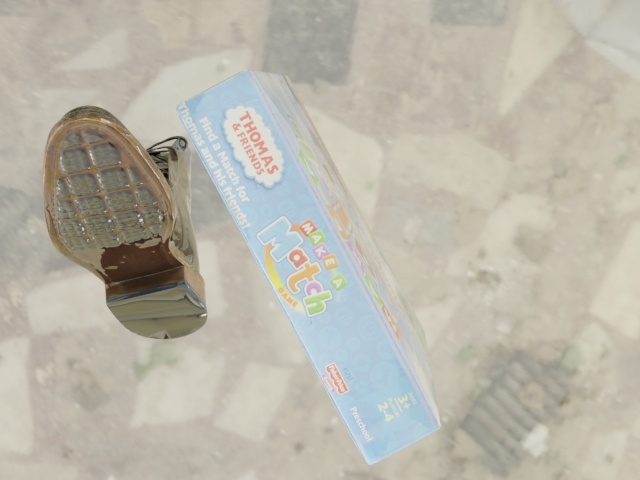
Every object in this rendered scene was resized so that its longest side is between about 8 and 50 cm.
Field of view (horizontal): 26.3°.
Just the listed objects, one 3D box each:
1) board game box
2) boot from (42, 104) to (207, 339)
[{"bbox_3d":[0.000,0.000,0.630,0.039,0.211,0.160,-28,95,6],"label":"board game box"},{"bbox_3d":[-0.124,-0.035,0.863,0.082,0.106,0.219,-9,144,3],"label":"boot"}]
